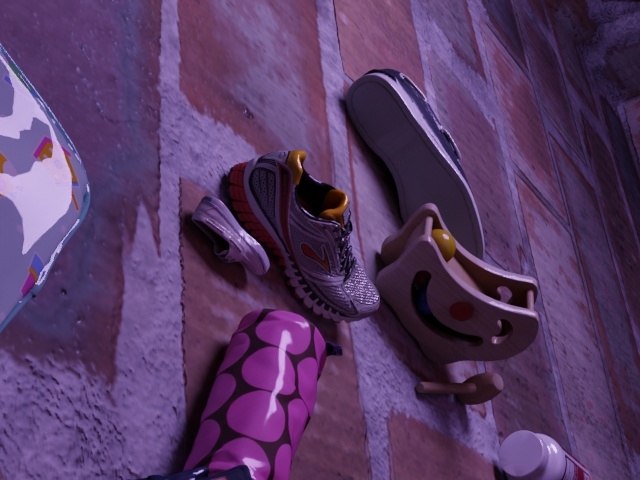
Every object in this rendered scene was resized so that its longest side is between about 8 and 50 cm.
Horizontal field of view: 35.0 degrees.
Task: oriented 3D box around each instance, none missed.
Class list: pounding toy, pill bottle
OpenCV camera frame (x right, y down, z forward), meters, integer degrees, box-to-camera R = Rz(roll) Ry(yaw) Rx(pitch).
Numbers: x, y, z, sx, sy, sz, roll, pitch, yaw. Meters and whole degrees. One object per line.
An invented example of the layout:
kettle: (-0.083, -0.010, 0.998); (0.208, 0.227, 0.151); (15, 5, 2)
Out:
pounding toy: (0.181, 0.098, 1.245); (0.269, 0.154, 0.155); (52, 29, -27)
pill bottle: (0.304, 0.315, 1.381); (0.152, 0.086, 0.086); (41, 36, -42)

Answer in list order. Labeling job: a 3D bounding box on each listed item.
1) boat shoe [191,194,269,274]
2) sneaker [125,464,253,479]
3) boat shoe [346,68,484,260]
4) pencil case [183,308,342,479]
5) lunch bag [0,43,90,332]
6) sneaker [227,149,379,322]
boat shoe: (-0.086, 0.004, 0.957); (0.100, 0.035, 0.035); (54, 56, -33)
sneaker: (-0.113, 0.181, 0.589); (0.350, 0.148, 0.131); (38, 15, -51)
boat shoe: (0.147, -0.102, 1.392); (0.303, 0.114, 0.091); (64, 32, -7)
pencil case: (-0.048, 0.152, 0.845); (0.209, 0.095, 0.098); (-69, 151, -53)
lunch bag: (-0.260, -0.033, 0.562); (0.224, 0.107, 0.279); (52, 28, -21)
sneaker: (0.000, 0.000, 1.050); (0.225, 0.092, 0.088); (51, 30, -31)
